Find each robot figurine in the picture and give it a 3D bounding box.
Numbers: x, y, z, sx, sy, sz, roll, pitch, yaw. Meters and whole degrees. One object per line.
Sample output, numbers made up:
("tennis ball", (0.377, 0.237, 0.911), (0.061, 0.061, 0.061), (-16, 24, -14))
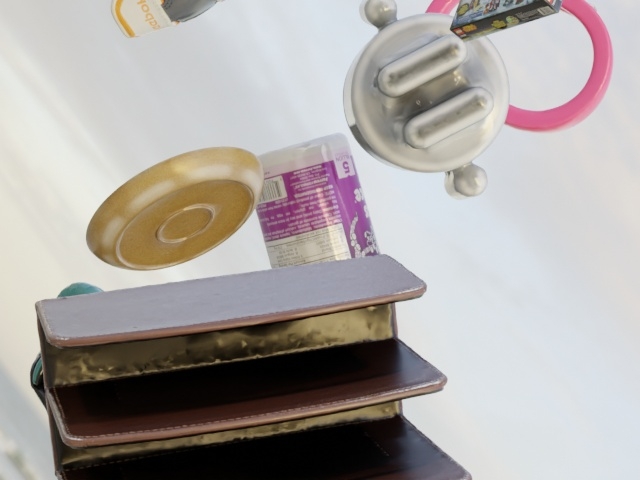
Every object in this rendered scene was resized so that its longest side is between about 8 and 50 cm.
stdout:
("robot figurine", (0.132, -0.189, 2.009), (0.353, 0.200, 0.300), (-124, -169, -87))

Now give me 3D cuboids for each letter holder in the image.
("letter holder", (-0.054, 0.122, 1.200), (0.214, 0.302, 0.152), (-144, -132, -71))

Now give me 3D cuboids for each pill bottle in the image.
("pill bottle", (0.000, 0.000, 2.340), (0.169, 0.169, 0.301), (176, -103, -76))

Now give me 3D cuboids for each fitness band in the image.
("fitness band", (0.274, -0.270, 2.178), (0.291, 0.209, 0.054), (27, 1, 23))

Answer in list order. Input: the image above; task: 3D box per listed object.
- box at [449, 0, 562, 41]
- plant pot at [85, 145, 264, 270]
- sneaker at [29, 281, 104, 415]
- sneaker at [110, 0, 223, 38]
("box", (0.198, -0.260, 1.574), (0.027, 0.094, 0.137), (35, -27, -29))
("plant pot", (-0.170, -0.029, 1.885), (0.236, 0.236, 0.032), (81, -17, -65))
("sneaker", (-0.294, 0.142, 1.895), (0.121, 0.108, 0.302), (48, 13, -41))
("sneaker", (-0.191, -0.319, 1.436), (0.321, 0.127, 0.126), (61, 3, 36))
